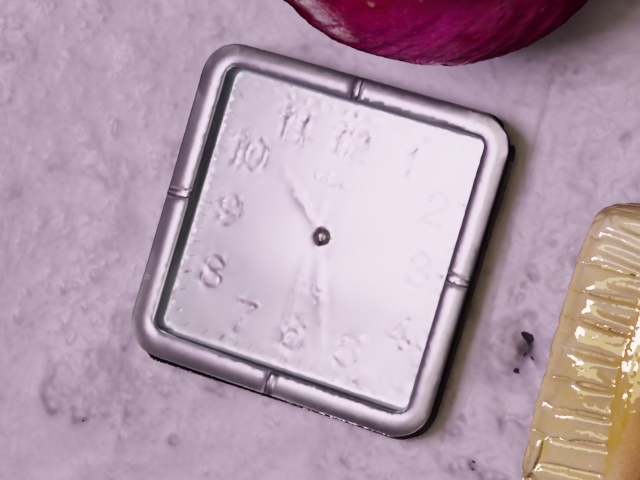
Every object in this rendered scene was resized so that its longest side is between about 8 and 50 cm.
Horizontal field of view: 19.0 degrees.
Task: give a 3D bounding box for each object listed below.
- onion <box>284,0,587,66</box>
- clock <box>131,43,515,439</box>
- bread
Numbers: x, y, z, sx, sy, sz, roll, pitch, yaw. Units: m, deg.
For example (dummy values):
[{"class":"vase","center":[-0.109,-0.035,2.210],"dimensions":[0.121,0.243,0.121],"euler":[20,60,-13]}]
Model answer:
[{"class":"onion","center":[0.047,-0.291,1.473],"dimensions":[0.385,0.347,0.348],"euler":[-10,82,56]},{"class":"clock","center":[0.000,0.000,1.578],"dimensions":[0.273,0.049,0.279],"euler":[18,93,17]},{"class":"bread","center":[0.233,0.088,1.450],"dimensions":[0.106,0.140,0.236],"euler":[17,95,15]}]
